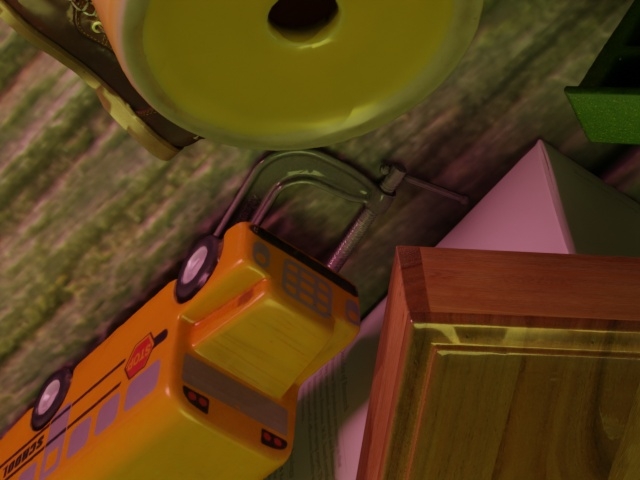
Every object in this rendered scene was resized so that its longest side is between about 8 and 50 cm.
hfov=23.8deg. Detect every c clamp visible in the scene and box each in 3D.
[{"bbox_3d":[0.000,0.000,1.030,0.137,0.022,0.161,28,120,-21],"label":"c clamp"}]

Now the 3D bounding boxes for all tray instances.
[{"bbox_3d":[0.122,0.190,0.955,0.203,0.076,0.411,3,127,-7],"label":"tray"}]

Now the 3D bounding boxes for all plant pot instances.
[{"bbox_3d":[-0.028,-0.181,0.725,0.254,0.239,0.254,-8,142,-6],"label":"plant pot"}]

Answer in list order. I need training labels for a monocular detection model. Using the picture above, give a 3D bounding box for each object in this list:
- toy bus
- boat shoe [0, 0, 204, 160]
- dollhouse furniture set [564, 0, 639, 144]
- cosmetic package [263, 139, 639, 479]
[{"bbox_3d":[-0.116,0.131,1.044,0.108,0.130,0.332,33,127,-24],"label":"toy bus"},{"bbox_3d":[-0.130,-0.134,0.897,0.073,0.073,0.207,-35,128,19],"label":"boat shoe"},{"bbox_3d":[0.263,-0.164,0.752,0.301,0.151,0.197,6,139,40],"label":"dollhouse furniture set"},{"bbox_3d":[0.113,0.135,1.054,0.197,0.155,0.365,31,118,-24],"label":"cosmetic package"}]
